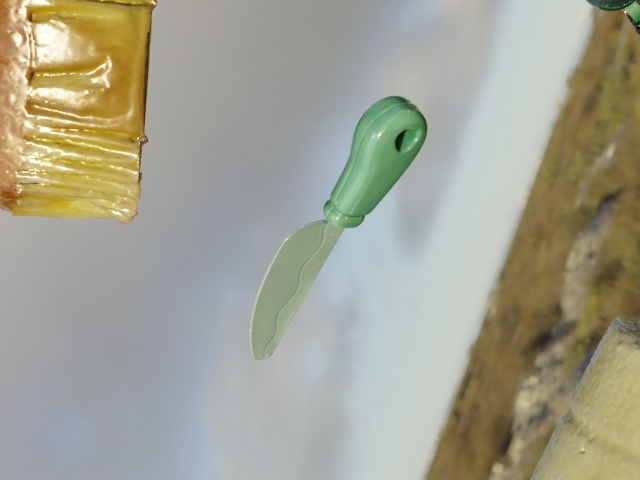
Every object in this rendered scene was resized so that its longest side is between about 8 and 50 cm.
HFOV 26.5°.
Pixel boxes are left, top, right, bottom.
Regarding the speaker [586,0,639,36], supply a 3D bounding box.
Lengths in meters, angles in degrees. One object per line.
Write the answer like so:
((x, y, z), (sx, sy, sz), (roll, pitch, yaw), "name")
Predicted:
((0.270, -0.230, 1.216), (0.060, 0.094, 0.075), (-55, 13, 18), "speaker")

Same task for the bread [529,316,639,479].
((0.193, 0.133, 0.732), (0.134, 0.148, 0.141), (11, -74, -49), "bread")

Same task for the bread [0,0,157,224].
((-0.239, -0.157, 1.231), (0.204, 0.156, 0.288), (-125, 40, -69), "bread")

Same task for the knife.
((-0.001, 0.000, 1.039), (0.063, 0.034, 0.260), (3, -52, -47), "knife")
